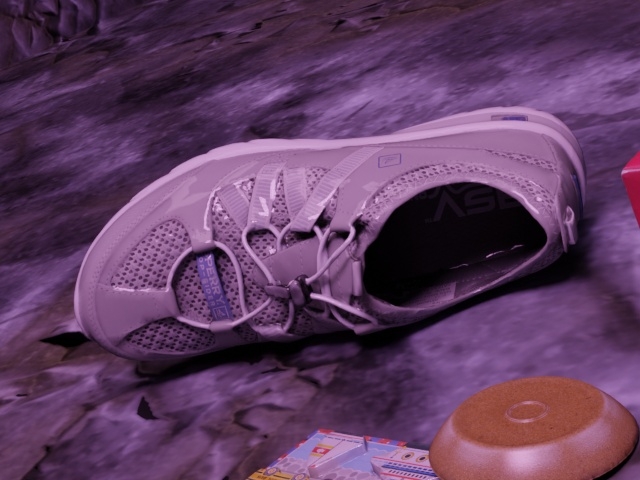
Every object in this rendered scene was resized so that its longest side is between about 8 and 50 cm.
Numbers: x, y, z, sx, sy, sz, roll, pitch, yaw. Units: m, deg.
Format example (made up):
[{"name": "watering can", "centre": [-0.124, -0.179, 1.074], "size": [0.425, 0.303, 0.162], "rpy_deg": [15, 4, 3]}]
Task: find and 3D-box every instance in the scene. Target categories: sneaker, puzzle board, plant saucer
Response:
[{"name": "sneaker", "centre": [0.000, 0.000, 0.786], "size": [0.281, 0.105, 0.115], "rpy_deg": [-19, 18, 9]}, {"name": "puzzle board", "centre": [0.007, 0.107, 0.622], "size": [0.096, 0.011, 0.128], "rpy_deg": [-35, 22, -34]}, {"name": "plant saucer", "centre": [0.082, 0.073, 0.604], "size": [0.083, 0.015, 0.083], "rpy_deg": [-11, 20, 4]}]

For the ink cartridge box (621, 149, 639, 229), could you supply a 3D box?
[{"name": "ink cartridge box", "centre": [0.231, -0.036, 0.690], "size": [0.150, 0.063, 0.109], "rpy_deg": [-5, 24, 41]}]
